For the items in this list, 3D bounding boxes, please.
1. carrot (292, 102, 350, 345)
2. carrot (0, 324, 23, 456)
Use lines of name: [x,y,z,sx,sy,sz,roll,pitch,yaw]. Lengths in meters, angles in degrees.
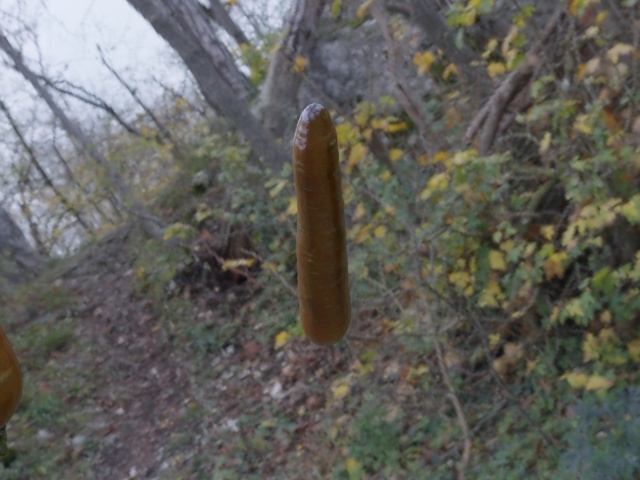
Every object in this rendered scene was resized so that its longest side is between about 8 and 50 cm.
carrot: [0.000,0.000,0.600,0.043,0.043,0.248,-32,-36,-23]
carrot: [-0.179,-0.009,0.270,0.067,0.225,0.067,-28,21,12]
